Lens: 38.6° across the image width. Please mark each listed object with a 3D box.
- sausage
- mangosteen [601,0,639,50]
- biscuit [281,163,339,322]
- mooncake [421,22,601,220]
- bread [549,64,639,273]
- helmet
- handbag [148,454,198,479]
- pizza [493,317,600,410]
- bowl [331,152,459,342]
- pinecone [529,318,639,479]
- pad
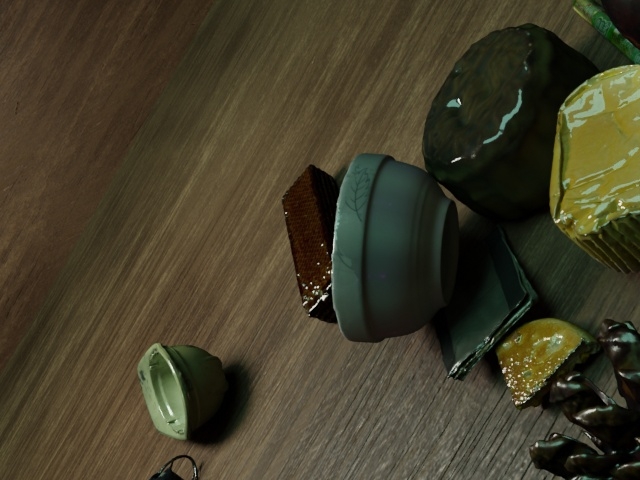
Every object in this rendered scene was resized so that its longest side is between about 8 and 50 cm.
[{"bbox_3d":[0.440,-0.318,1.376,0.033,0.032,0.269,-49,30,21],"label":"sausage"},{"bbox_3d":[0.473,-0.350,1.096,0.311,0.311,0.311,-40,34,34],"label":"mangosteen"},{"bbox_3d":[0.000,0.000,1.773,0.107,0.073,0.388,-49,29,24],"label":"biscuit"},{"bbox_3d":[0.280,-0.181,1.380,0.290,0.161,0.290,-42,31,33],"label":"mooncake"},{"bbox_3d":[0.384,-0.087,1.145,0.179,0.133,0.250,-30,43,38],"label":"bread"},{"bbox_3d":[-0.265,0.295,1.874,0.257,0.137,0.204,-23,84,61],"label":"helmet"},{"bbox_3d":[-0.283,0.481,1.778,0.072,0.115,0.139,-33,21,42],"label":"handbag"},{"bbox_3d":[0.284,0.160,1.181,0.178,0.041,0.131,-25,41,48],"label":"pizza"},{"bbox_3d":[0.122,0.015,1.354,0.143,0.287,0.287,4,61,18],"label":"bowl"},{"bbox_3d":[0.334,0.180,0.875,0.244,0.244,0.309,-22,33,50],"label":"pinecone"},{"bbox_3d":[0.228,0.084,1.329,0.174,0.022,0.233,-50,18,21],"label":"pad"}]
